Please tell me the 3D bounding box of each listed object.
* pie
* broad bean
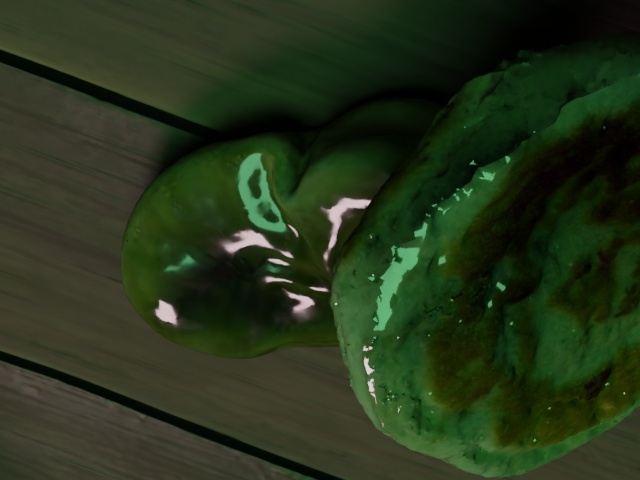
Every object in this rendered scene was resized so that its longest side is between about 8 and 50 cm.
[{"bbox_3d":[0.109,0.011,0.769,0.240,0.054,0.240,-19,132,-22],"label":"pie"},{"bbox_3d":[-0.001,0.002,0.844,0.207,0.072,0.153,-24,120,38],"label":"broad bean"}]
